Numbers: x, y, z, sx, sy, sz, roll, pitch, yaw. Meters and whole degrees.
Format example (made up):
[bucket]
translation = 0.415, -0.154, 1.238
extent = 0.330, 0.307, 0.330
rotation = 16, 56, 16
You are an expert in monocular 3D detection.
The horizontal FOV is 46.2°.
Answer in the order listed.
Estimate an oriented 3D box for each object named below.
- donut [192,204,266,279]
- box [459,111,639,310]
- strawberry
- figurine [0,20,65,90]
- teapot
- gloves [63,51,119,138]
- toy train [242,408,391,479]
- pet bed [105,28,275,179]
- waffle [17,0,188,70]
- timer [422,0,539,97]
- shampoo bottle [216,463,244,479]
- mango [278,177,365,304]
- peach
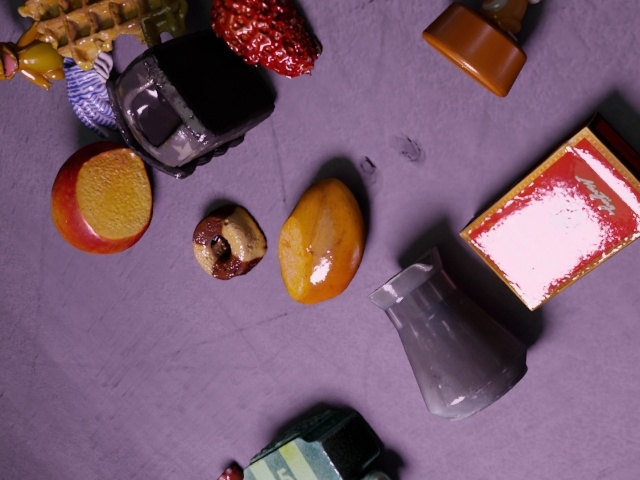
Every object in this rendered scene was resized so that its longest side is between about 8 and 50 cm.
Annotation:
[donut]
translation = -0.165, 0.007, 1.326
extent = 0.140, 0.059, 0.141
rotation = 13, 117, 28
[box]
translation = 0.321, -0.033, 0.993
extent = 0.153, 0.074, 0.240
rotation = 49, 130, 6
[strawberry]
translation = -0.085, -0.315, 1.098
extent = 0.188, 0.082, 0.121
rotation = 46, 126, 8
[figurine]
translation = -0.532, -0.324, 1.319
extent = 0.122, 0.176, 0.121
rotation = 21, 121, 36
[teapot]
translation = 0.178, 0.138, 1.123
extent = 0.225, 0.171, 0.203
rotation = 55, 160, 5
[gloves]
translation = -0.399, -0.287, 1.310
extent = 0.119, 0.097, 0.229
rotation = 32, 138, 53
[toy train]
translation = 0.001, 0.454, 1.390
extent = 0.299, 0.167, 0.238
rotation = -38, 80, 38
[pet bed]
translation = -0.204, -0.206, 1.142
extent = 0.159, 0.211, 0.183
rotation = -33, 97, 37
[waffle]
translation = -0.339, -0.406, 1.177
extent = 0.300, 0.058, 0.282
rotation = 12, 100, 18
[timer]
translation = 0.221, -0.274, 0.919
extent = 0.132, 0.132, 0.152
rotation = 40, 104, 9
[shampoo bottle]
translation = -0.111, 0.580, 1.576
extent = 0.260, 0.064, 0.102
rotation = 42, 132, 8
[mango]
translation = 0.005, -0.001, 1.189
extent = 0.141, 0.102, 0.217
rotation = 39, 129, 40
[peach]
translation = -0.385, -0.076, 1.342
extent = 0.190, 0.190, 0.192
rotation = 44, 127, 6
